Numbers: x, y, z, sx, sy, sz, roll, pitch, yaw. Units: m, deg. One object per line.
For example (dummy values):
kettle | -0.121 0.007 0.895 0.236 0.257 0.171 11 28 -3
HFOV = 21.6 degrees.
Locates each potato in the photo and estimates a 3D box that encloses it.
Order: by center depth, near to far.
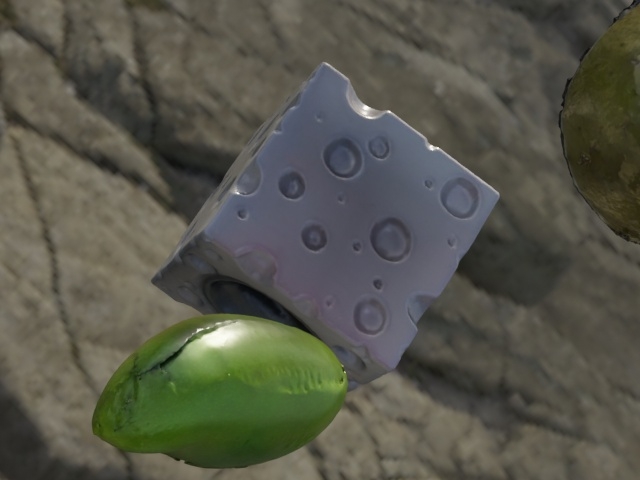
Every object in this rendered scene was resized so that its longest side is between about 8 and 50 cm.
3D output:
potato | 0.269 -0.081 1.103 0.182 0.202 0.117 58 -4 -15

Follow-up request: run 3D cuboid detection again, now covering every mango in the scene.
mango | -0.076 0.109 1.190 0.233 0.125 0.111 -5 60 -51

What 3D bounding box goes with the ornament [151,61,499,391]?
ornament | 0.000 0.000 1.798 0.240 0.239 0.240 36 67 -7
